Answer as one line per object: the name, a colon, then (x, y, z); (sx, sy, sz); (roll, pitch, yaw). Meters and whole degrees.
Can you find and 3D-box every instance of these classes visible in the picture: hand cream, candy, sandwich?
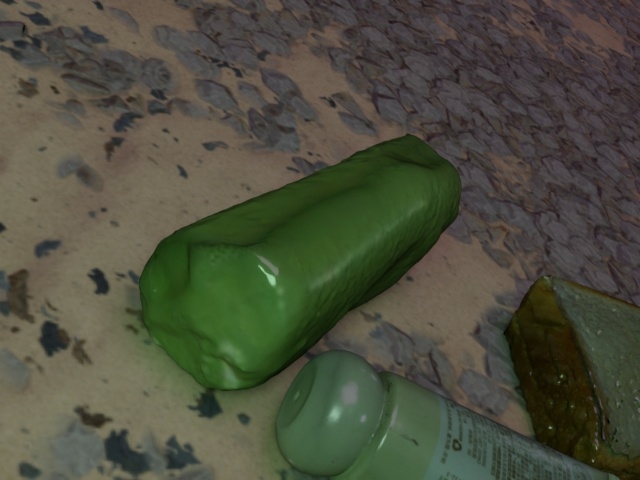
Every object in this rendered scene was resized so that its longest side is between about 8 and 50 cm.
hand cream: (0.113, 0.180, 0.750); (0.306, 0.093, 0.147); (28, 44, -13)
candy: (0.000, 0.000, 0.825); (0.132, 0.142, 0.343); (32, 32, 18)
sandwich: (0.311, 0.149, 0.957); (0.251, 0.087, 0.226); (17, 38, -25)
